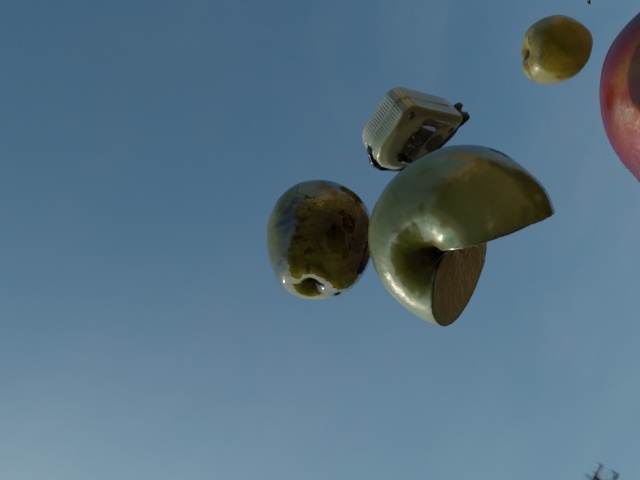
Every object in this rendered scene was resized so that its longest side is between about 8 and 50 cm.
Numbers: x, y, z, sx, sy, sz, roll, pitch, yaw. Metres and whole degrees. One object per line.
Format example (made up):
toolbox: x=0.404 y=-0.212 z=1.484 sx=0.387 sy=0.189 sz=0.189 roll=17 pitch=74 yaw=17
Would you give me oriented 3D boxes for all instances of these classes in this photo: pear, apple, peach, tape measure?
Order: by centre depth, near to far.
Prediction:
apple: x=0.214 y=-0.030 z=0.967 sx=0.257 sy=0.233 sz=0.295 roll=-35 pitch=-18 yaw=-45
peach: x=0.668 y=-0.257 z=1.011 sx=0.370 sy=0.370 sz=0.370 roll=-11 pitch=-71 yaw=-34
pear: x=0.000 y=0.000 z=1.367 sx=0.283 sy=0.283 sz=0.284 roll=-11 pitch=-71 yaw=-34
tape measure: x=0.259 y=-0.289 z=1.612 sx=0.271 sy=0.133 sz=0.231 roll=-3 pitch=-42 yaw=-40
pear: x=0.731 y=-0.588 z=1.786 sx=0.208 sy=0.209 sz=0.209 roll=-11 pitch=-71 yaw=-34

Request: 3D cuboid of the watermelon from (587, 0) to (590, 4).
watermelon: x=0.569 y=-0.528 z=0.969 sx=0.232 sy=0.127 sz=0.204 roll=-19 pitch=-57 yaw=7
